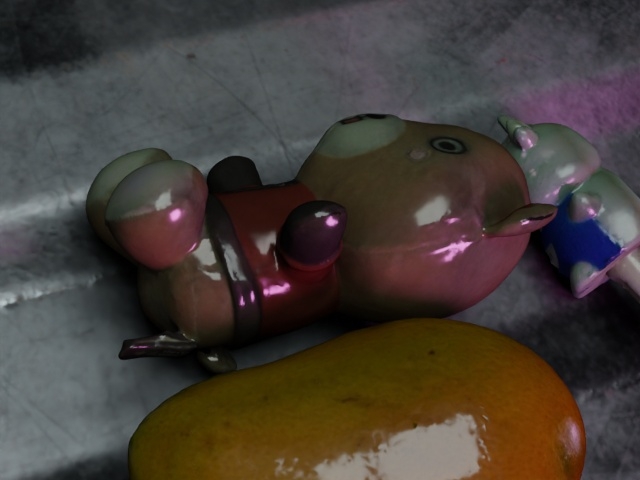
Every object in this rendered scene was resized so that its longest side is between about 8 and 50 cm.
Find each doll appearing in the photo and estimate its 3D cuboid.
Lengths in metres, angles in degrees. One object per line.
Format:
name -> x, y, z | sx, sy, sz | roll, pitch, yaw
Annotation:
doll -> 0.000, 0.000, 1.086 | 0.329, 0.235, 0.174 | -10, 95, -14

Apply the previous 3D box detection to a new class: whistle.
whistle -> 0.223, -0.011, 1.216 | 0.092, 0.110, 0.244 | -38, 77, 1

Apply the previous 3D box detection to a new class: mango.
mango -> 0.029, 0.161, 1.009 | 0.317, 0.173, 0.211 | -6, 71, -13
